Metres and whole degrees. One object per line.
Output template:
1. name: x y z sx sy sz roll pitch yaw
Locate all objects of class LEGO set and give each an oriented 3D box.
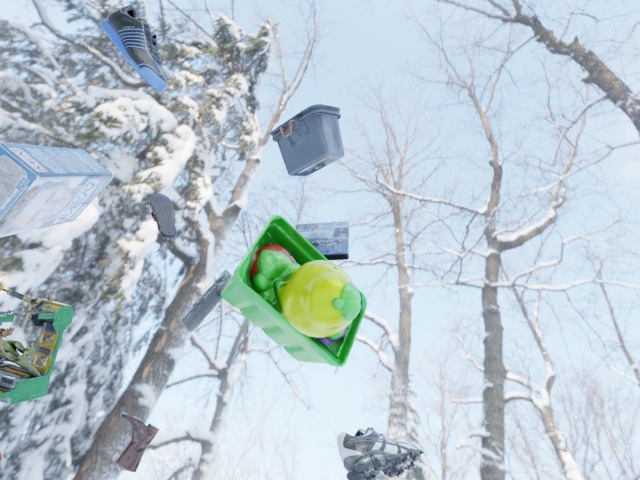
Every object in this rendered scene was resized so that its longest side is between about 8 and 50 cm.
1. LEGO set: -0.685 0.208 0.909 0.192 0.331 0.255 12 -88 10

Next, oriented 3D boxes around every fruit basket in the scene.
1. fruit basket: -0.023 0.124 1.120 0.392 0.283 0.392 13 -46 14

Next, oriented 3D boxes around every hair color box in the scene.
1. hair color box: -0.629 -0.117 1.037 0.105 0.347 0.174 42 -84 -7

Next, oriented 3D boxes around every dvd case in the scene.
1. dvd case: 0.000 0.000 1.431 0.180 0.253 0.022 -3 -66 5

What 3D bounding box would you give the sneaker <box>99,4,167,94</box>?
1. sneaker: -0.403 -0.437 1.037 0.090 0.081 0.232 -39 -100 -2

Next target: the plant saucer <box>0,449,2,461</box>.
1. plant saucer: -0.831 0.547 1.026 0.047 0.258 0.259 11 -52 -5

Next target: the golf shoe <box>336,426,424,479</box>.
1. golf shoe: 0.112 0.379 0.839 0.198 0.094 0.077 20 -68 -42

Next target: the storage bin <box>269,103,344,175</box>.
1. storage bin: -0.022 -0.179 0.850 0.135 0.098 0.091 -21 -99 41

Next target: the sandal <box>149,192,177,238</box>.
1. sandal: -0.449 -0.066 1.300 0.067 0.179 0.040 8 -47 -37

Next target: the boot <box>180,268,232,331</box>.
1. boot: -0.338 0.196 1.416 0.208 0.189 0.076 -42 -70 -9

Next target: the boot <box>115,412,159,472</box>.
1. boot: -0.453 0.477 1.080 0.106 0.114 0.037 37 -23 -18
